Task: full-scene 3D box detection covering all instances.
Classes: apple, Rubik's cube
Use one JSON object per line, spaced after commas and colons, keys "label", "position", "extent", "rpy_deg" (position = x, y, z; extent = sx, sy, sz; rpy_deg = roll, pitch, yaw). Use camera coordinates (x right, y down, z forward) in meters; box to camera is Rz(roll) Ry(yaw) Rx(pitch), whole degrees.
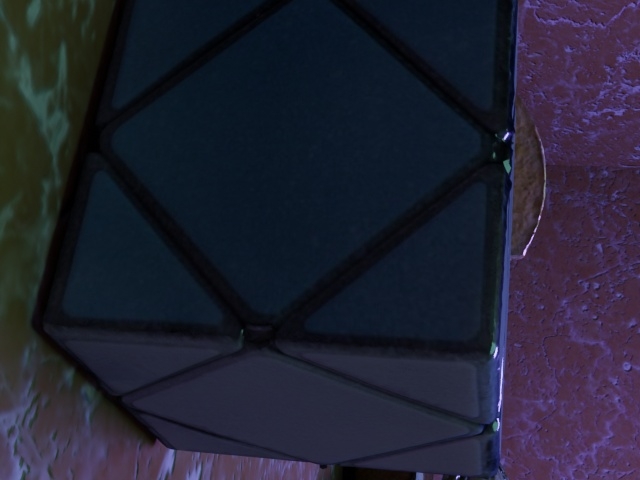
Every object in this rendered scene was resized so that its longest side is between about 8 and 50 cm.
{"label": "apple", "position": [0.205, -0.121, 1.659], "extent": [0.252, 0.314, 0.309], "rpy_deg": [5, 87, -37]}
{"label": "Rubik's cube", "position": [0.000, 0.000, 0.558], "extent": [0.207, 0.205, 0.205], "rpy_deg": [74, 21, -63]}

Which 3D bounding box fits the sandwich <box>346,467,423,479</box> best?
{"label": "sandwich", "position": [0.101, 0.234, 1.447], "extent": [0.249, 0.095, 0.273], "rpy_deg": [56, 37, -74]}

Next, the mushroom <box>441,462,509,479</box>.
{"label": "mushroom", "position": [0.133, 0.390, 1.233], "extent": [0.344, 0.130, 0.247], "rpy_deg": [-32, 147, -51]}
